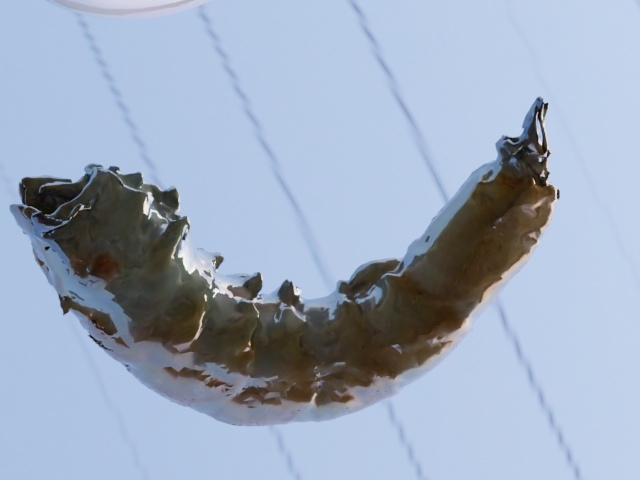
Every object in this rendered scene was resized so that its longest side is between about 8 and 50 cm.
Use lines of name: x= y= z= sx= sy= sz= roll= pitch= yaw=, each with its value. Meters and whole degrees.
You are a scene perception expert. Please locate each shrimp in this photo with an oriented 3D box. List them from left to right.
shrimp: x=-0.010 y=0.026 z=1.009 sx=0.287 sy=0.068 sz=0.185 roll=-6 pitch=-54 yaw=6

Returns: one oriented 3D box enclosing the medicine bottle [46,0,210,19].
medicine bottle: x=-0.116 y=-0.266 z=0.886 sx=0.252 sy=0.252 sz=0.241 roll=-32 pitch=-127 yaw=-22
